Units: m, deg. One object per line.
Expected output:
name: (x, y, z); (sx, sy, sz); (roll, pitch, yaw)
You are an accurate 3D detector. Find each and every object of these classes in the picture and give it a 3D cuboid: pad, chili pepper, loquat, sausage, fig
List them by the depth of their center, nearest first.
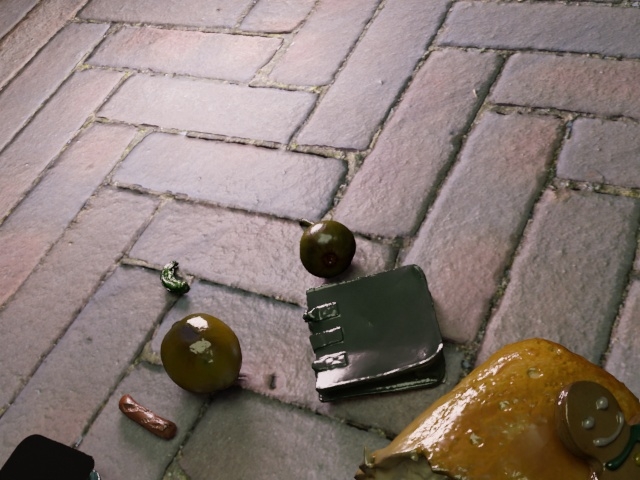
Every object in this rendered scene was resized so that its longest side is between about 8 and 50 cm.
pad: (-0.529, 0.472, 1.436); (0.181, 0.004, 0.267); (12, 52, 26)
loquat: (-0.229, 0.225, 1.600); (0.152, 0.152, 0.195); (-40, 56, -18)
sausage: (-0.344, 0.345, 1.602); (0.157, 0.042, 0.036); (21, 96, 36)
fig: (0.000, 0.000, 1.772); (0.124, 0.124, 0.236); (-26, 22, -5)
chili pepper: (-0.331, 0.089, 1.837); (0.055, 0.035, 0.118); (-18, 34, -15)

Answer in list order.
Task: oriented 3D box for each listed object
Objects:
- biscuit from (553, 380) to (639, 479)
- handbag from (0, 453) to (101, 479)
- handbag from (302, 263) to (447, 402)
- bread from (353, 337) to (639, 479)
biscuit: (0.431, 0.315, 1.103); (0.301, 0.049, 0.197); (50, 53, 3)
handbag: (-0.516, 0.539, 1.443); (0.268, 0.100, 0.274); (-18, 46, -2)
handbag: (0.099, 0.180, 1.569); (0.260, 0.079, 0.248); (-14, 45, 8)
bread: (0.291, 0.327, 1.242); (0.394, 0.250, 0.361); (-41, 49, -20)
